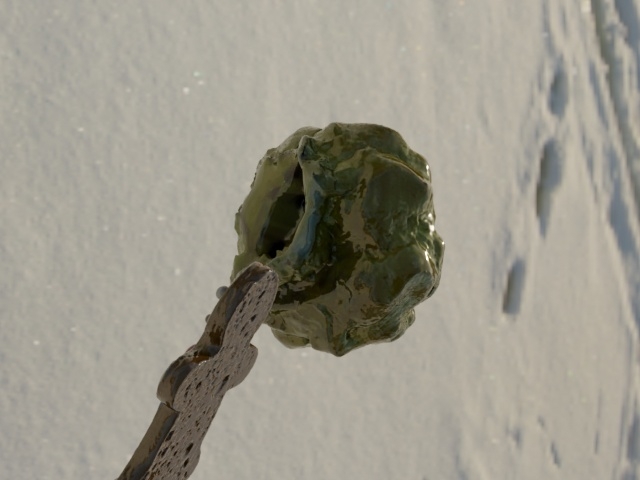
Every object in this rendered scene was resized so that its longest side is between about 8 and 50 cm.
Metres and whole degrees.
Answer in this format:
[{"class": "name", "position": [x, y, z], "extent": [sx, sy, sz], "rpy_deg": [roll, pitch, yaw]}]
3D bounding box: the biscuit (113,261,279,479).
[{"class": "biscuit", "position": [-0.089, 0.103, 0.892], "extent": [0.205, 0.031, 0.138], "rpy_deg": [-61, 164, 14]}]

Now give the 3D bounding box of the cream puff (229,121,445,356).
[{"class": "cream puff", "position": [-0.002, 0.000, 1.337], "extent": [0.185, 0.281, 0.282], "rpy_deg": [-14, 103, -52]}]
